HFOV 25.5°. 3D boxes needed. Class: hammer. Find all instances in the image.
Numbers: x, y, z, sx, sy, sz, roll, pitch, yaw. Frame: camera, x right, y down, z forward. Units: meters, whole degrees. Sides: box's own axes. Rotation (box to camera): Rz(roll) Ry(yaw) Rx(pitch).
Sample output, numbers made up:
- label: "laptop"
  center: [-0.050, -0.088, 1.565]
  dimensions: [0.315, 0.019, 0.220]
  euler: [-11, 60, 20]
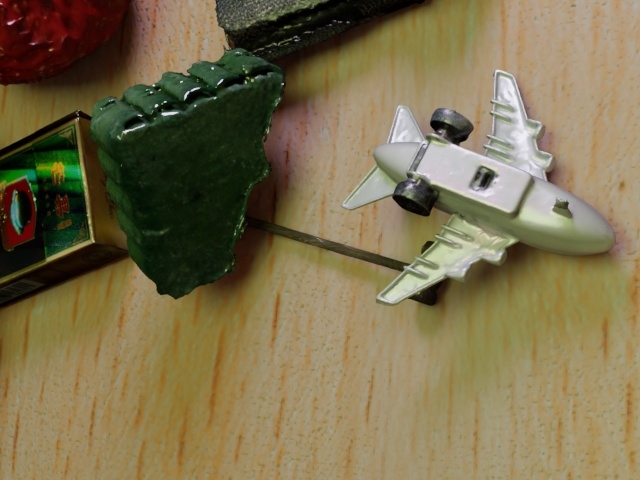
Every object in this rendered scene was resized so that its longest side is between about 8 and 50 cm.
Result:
- label: "hammer"
  center: [0.000, 0.000, 1.403]
  dimensions: [0.292, 0.029, 0.058]
  euler: [17, 87, 36]

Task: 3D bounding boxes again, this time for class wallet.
- label: "wallet"
  center: [-0.012, -0.322, 1.461]
  dimensions: [0.221, 0.071, 0.262]
  euler: [-20, 63, 28]

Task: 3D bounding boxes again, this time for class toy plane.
- label: "toy plane"
  center: [0.144, -0.043, 1.269]
  dimensions: [0.255, 0.101, 0.251]
  euler: [21, 76, 31]

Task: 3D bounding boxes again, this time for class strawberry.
- label: "strawberry"
  center: [-0.347, -0.280, 1.574]
  dimensions: [0.277, 0.257, 0.257]
  euler: [-48, 52, 54]

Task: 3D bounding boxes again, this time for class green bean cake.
- label: "green bean cake"
  center: [-0.117, -0.068, 1.412]
  dimensions: [0.107, 0.193, 0.208]
  euler: [30, 139, 55]

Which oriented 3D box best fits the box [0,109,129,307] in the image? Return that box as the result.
- label: "box"
  center: [-0.329, -0.025, 1.588]
  dimensions: [0.240, 0.071, 0.159]
  euler: [-22, 65, 28]
